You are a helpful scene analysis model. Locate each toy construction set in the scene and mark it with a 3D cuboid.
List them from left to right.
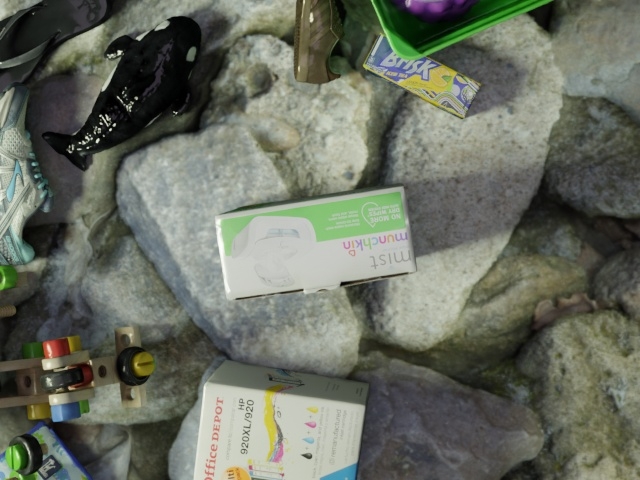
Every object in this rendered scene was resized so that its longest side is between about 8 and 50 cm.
[{"bbox_3d":[-0.392,0.169,1.657,0.257,0.237,0.309,-41,71,34],"label":"toy construction set"}]

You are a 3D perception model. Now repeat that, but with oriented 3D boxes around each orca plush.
[{"bbox_3d":[-0.295,-0.227,1.644,0.287,0.102,0.151,-31,91,5],"label":"orca plush"}]

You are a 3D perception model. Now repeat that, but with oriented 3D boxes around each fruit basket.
[{"bbox_3d":[0.217,-0.434,1.468,0.392,0.392,0.283,-23,91,5],"label":"fruit basket"}]

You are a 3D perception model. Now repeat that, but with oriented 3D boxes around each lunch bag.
[{"bbox_3d":[-0.444,0.373,1.699,0.151,0.096,0.129,-40,87,-9],"label":"lunch bag"}]

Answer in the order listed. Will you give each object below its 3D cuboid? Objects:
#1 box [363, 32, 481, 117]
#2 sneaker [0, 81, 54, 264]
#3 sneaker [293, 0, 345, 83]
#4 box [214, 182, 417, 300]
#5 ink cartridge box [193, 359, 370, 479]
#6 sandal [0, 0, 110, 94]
[{"bbox_3d":[0.150,-0.243,1.637,0.169,0.054,0.059,27,95,3],"label":"box"},{"bbox_3d":[-0.462,-0.096,1.678,0.122,0.110,0.283,11,97,-14],"label":"sneaker"},{"bbox_3d":[0.001,-0.328,1.647,0.071,0.066,0.188,3,99,-13],"label":"sneaker"},{"bbox_3d":[0.000,0.000,1.574,0.262,0.231,0.127,-8,93,5],"label":"box"},{"bbox_3d":[-0.055,0.288,1.624,0.232,0.168,0.171,8,95,4],"label":"ink cartridge box"},{"bbox_3d":[-0.438,-0.312,1.673,0.254,0.054,0.097,-36,90,5],"label":"sandal"}]
